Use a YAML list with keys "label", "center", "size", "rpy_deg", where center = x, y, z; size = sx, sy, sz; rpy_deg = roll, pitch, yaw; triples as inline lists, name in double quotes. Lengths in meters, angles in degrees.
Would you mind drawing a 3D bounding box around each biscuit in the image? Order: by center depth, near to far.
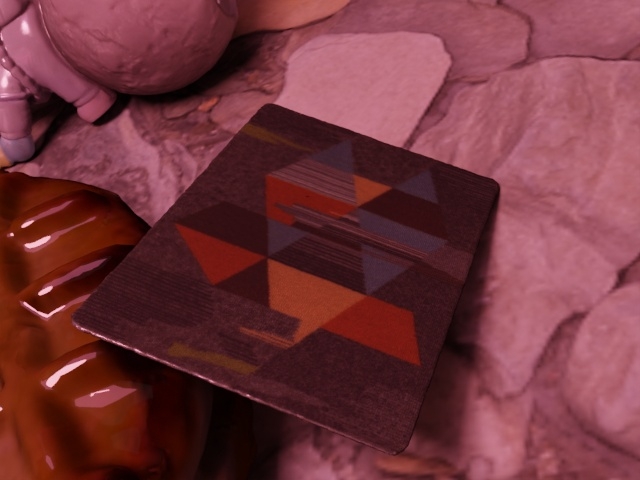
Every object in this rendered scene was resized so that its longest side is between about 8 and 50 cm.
- label: "biscuit"
  center: [-0.165, 0.096, 0.410]
  size: [0.268, 0.115, 0.366]
  rpy_deg: [-28, 42, -1]

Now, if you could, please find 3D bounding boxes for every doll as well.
- label: "doll"
  center: [-0.207, -0.150, 0.668]
  size: [0.287, 0.151, 0.151]
  rpy_deg: [-19, 42, 14]

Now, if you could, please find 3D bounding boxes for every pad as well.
- label: "pad"
  center: [0.000, 0.000, 0.420]
  size: [0.142, 0.003, 0.211]
  rpy_deg: [20, 38, 8]
